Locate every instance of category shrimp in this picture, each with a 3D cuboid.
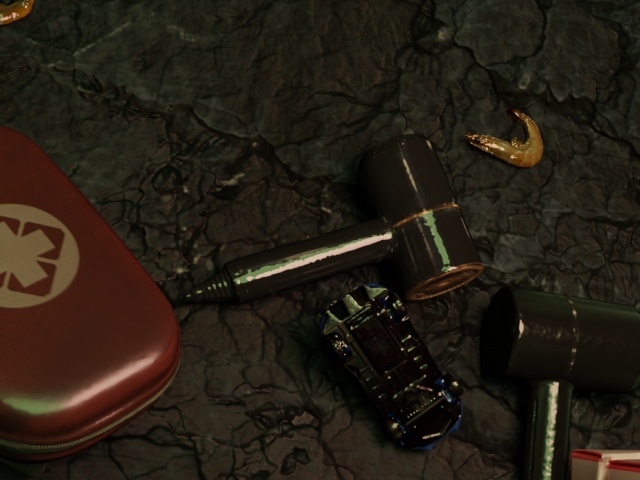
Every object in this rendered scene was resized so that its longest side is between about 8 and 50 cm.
[{"bbox_3d":[0.237,-0.138,1.758,0.114,0.023,0.083,13,64,-17],"label":"shrimp"},{"bbox_3d":[-0.395,-0.317,1.637,0.091,0.025,0.127,-21,82,-22],"label":"shrimp"}]

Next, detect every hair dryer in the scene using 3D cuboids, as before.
[{"bbox_3d":[0.314,0.219,1.616,0.244,0.116,0.302,10,79,-13],"label":"hair dryer"},{"bbox_3d":[0.000,0.000,1.603,0.352,0.107,0.189,-15,73,-15],"label":"hair dryer"}]

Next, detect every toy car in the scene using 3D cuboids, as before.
[{"bbox_3d":[0.083,0.145,1.565,0.103,0.063,0.216,-35,107,-2],"label":"toy car"}]

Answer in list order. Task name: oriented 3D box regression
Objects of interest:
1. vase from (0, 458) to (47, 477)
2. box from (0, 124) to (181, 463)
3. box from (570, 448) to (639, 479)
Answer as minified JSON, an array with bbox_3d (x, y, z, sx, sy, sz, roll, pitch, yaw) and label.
[{"bbox_3d":[-0.377,0.169,1.435,0.214,0.086,0.086,25,65,-1],"label":"vase"},{"bbox_3d":[-0.328,0.044,1.427,0.263,0.108,0.404,-30,66,-32],"label":"box"},{"bbox_3d":[0.463,0.387,1.447,0.312,0.300,0.314,4,84,-14],"label":"box"}]
